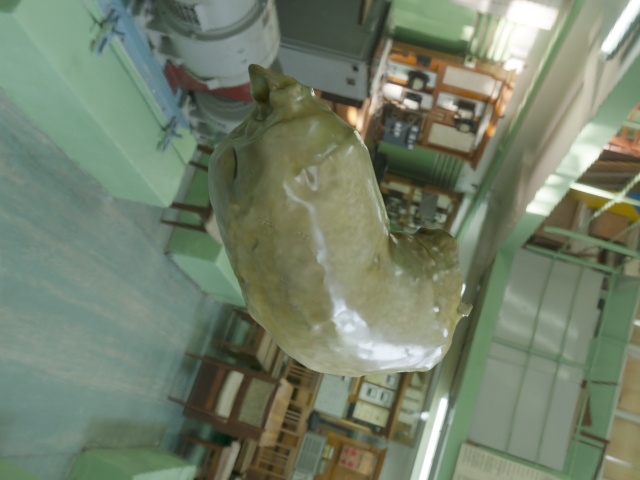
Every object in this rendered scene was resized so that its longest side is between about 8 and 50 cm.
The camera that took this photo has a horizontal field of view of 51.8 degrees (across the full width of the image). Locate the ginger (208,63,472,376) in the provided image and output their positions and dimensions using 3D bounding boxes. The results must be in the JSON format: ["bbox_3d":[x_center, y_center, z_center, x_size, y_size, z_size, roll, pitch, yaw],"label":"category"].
[{"bbox_3d":[0.000,0.000,0.499,0.152,0.267,0.138,-42,-157,-11],"label":"ginger"}]
